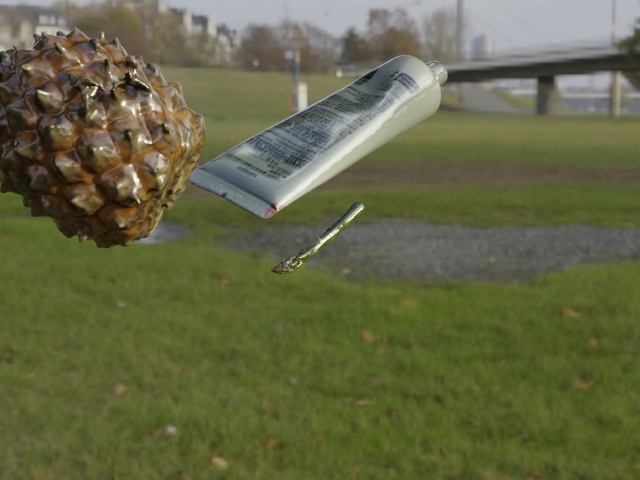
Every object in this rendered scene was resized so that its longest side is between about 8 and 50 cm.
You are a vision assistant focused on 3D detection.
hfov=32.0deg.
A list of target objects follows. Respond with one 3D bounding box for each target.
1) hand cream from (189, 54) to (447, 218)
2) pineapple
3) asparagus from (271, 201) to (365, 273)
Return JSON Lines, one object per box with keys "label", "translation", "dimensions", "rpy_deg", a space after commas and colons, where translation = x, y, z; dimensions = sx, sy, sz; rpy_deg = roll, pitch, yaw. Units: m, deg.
{"label": "hand cream", "translation": [0.021, -0.118, 1.223], "dimensions": [0.124, 0.078, 0.340], "rpy_deg": [28, 49, 37]}
{"label": "pineapple", "translation": [-0.191, -0.090, 0.873], "dimensions": [0.193, 0.166, 0.166], "rpy_deg": [31, 7, -1]}
{"label": "asparagus", "translation": [0.000, 0.000, 1.015], "dimensions": [0.015, 0.014, 0.114], "rpy_deg": [29, 53, 32]}
